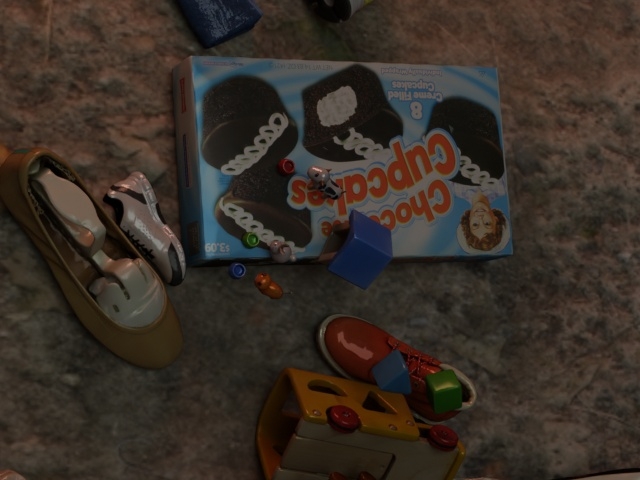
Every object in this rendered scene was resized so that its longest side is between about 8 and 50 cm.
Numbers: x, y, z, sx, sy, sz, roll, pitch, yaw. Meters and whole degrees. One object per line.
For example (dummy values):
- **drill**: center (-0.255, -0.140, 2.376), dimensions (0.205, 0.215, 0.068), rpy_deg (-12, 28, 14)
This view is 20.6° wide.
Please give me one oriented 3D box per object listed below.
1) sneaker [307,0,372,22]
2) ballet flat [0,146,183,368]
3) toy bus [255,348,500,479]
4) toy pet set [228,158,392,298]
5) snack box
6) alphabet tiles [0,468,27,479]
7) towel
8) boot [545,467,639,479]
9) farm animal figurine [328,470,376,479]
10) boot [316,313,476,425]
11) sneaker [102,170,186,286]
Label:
- **sneaker**: center (0.006, -0.316, 1.685), dimensions (0.094, 0.081, 0.208), rpy_deg (-26, 99, -34)
- **ballet flat**: center (-0.194, 0.017, 1.524), dimensions (0.080, 0.073, 0.232), rpy_deg (-45, 101, -27)
- **toy bus**: center (0.043, 0.179, 1.590), dimensions (0.191, 0.104, 0.202), rpy_deg (-25, 126, 1)
- **toy pet set**: center (0.000, 0.000, 1.559), dimensions (0.114, 0.065, 0.122), rpy_deg (29, 74, -20)
- **snack box**: center (0.024, -0.072, 1.650), dimensions (0.322, 0.060, 0.187), rpy_deg (-1, 82, -26)
- **alphabet tiles**: center (-0.336, 0.300, 1.379), dimensions (0.284, 0.021, 0.278), rpy_deg (-29, 119, -26)
- **towel**: center (-0.108, -0.241, 1.638), dimensions (0.067, 0.029, 0.119), rpy_deg (-31, 94, -26)
- **boot**: center (0.280, 0.310, 1.691), dimensions (0.244, 0.088, 0.176), rpy_deg (-6, 83, -18)
- **farm animal figurine**: center (0.077, 0.367, 1.457), dimensions (0.330, 0.327, 0.172), rpy_deg (37, 107, 3)
- **boot**: center (0.072, 0.113, 1.628), dimensions (0.158, 0.084, 0.059), rpy_deg (32, 70, -15)
- **sneaker**: center (-0.157, -0.005, 1.566), dimensions (0.044, 0.040, 0.109), rpy_deg (-26, 84, -31)
